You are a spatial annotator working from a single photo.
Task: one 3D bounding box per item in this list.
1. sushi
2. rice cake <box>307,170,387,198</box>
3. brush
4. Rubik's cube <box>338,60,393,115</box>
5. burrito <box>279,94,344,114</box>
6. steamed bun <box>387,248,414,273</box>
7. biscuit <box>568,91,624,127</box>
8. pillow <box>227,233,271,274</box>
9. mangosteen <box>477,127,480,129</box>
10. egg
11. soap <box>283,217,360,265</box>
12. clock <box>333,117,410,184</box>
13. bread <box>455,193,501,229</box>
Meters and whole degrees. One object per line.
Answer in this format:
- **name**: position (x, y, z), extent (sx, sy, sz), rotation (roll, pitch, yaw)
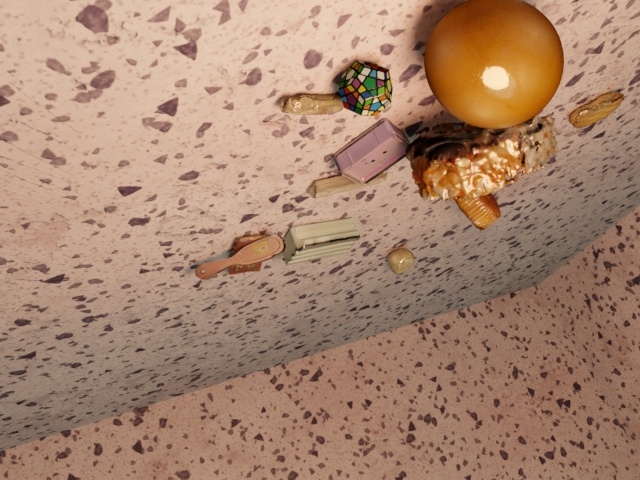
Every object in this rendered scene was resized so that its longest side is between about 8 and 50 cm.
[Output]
- **sushi**: position (0.433, -0.234, 1.563), extent (0.417, 0.175, 0.417), rotation (-12, -166, 3)
- **rice cake**: position (0.086, -0.179, 1.785), extent (0.256, 0.052, 0.057), rotation (-15, -176, -18)
- **brush**: position (-0.257, 0.064, 1.890), extent (0.313, 0.072, 0.067), rotation (-20, 165, 4)
- **Rubik's cube**: position (0.107, -0.354, 1.356), extent (0.133, 0.112, 0.133), rotation (-21, 157, -10)
- **burrito**: position (-0.011, -0.326, 1.393), extent (0.188, 0.045, 0.058), rotation (-8, 177, -36)
- **steamed bun**: position (0.349, 0.083, 2.523), extent (0.112, 0.091, 0.130), rotation (-26, 154, -5)
- **biscuit**: position (0.934, -0.446, 1.981), extent (0.183, 0.061, 0.118), rotation (-29, 158, 17)
- **pillow**: position (-0.245, 0.047, 1.969), extent (0.126, 0.043, 0.232), rotation (-11, 153, -24)
- **mangosteen**: position (0.522, -0.265, 1.833), extent (0.166, 0.180, 0.166), rotation (-10, 147, -7)
- **egg**: position (0.386, -0.397, 1.306), extent (0.351, 0.282, 0.282), rotation (4, 145, -40)
- **soap**: position (0.000, 0.000, 2.042), extent (0.261, 0.094, 0.150), rotation (-10, 158, -30)
- **clock**: position (0.149, -0.250, 1.662), extent (0.193, 0.073, 0.145), rotation (-34, 154, 22)
- **bread**: position (0.575, -0.142, 2.123), extent (0.104, 0.199, 0.199), rotation (-40, 152, 27)
